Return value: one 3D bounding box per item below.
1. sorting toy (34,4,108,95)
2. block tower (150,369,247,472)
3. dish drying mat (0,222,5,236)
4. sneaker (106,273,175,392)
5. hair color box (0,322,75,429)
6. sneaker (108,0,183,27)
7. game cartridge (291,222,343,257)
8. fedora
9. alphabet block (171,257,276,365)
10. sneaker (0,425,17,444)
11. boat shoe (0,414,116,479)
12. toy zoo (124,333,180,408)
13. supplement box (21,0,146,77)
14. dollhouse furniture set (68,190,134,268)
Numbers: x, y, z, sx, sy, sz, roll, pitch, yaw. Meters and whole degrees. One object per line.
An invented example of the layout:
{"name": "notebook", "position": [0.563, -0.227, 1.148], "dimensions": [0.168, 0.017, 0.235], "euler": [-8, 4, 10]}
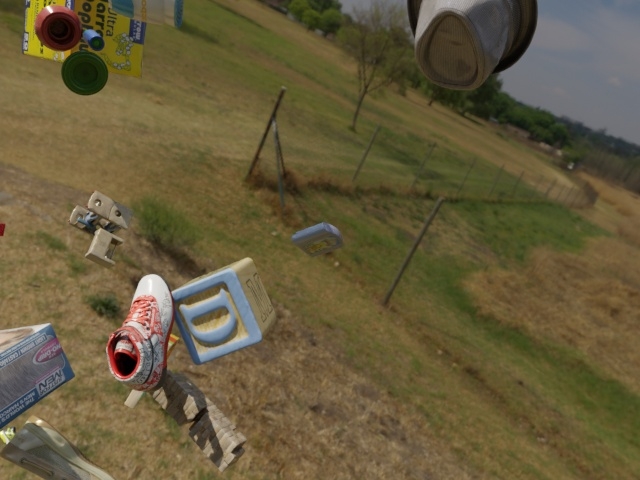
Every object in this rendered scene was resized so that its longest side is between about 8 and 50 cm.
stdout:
{"name": "sorting toy", "position": [-0.279, -0.219, 0.634], "dimensions": [0.061, 0.102, 0.042], "euler": [-32, 46, -16]}
{"name": "block tower", "position": [-0.366, 0.535, 1.694], "dimensions": [0.335, 0.091, 0.097], "euler": [40, 1, 17]}
{"name": "dish drying mat", "position": [-0.745, -0.023, 1.268], "dimensions": [0.008, 0.032, 0.083], "euler": [13, 5, 5]}
{"name": "sneaker", "position": [-0.385, 0.183, 1.205], "dimensions": [0.090, 0.270, 0.145], "euler": [-7, -22, 8]}
{"name": "hair color box", "position": [-0.592, 0.230, 0.904], "dimensions": [0.346, 0.105, 0.174], "euler": [-10, 16, 27]}
{"name": "sneaker", "position": [-0.217, -0.373, 0.717], "dimensions": [0.092, 0.087, 0.229], "euler": [4, 58, -14]}
{"name": "game cartridge", "position": [0.000, 0.000, 0.751], "dimensions": [0.083, 0.055, 0.017], "euler": [40, 28, -66]}
{"name": "fedora", "position": [0.251, -0.375, 1.007], "dimensions": [0.243, 0.124, 0.275], "euler": [22, -23, 15]}
{"name": "alphabet block", "position": [-0.242, 0.172, 1.413], "dimensions": [0.197, 0.192, 0.194], "euler": [-46, 115, -80]}
{"name": "sneaker", "position": [-0.659, 0.437, 1.213], "dimensions": [0.083, 0.031, 0.035], "euler": [45, 62, 11]}
{"name": "boat shoe", "position": [-0.484, 0.472, 1.091], "dimensions": [0.109, 0.302, 0.098], "euler": [-8, 35, 45]}
{"name": "toy zoo", "position": [-0.475, 0.365, 1.613], "dimensions": [0.030, 0.193, 0.293], "euler": [31, -9, -5]}
{"name": "supplement box", "position": [-0.640, -0.566, 1.505], "dimensions": [0.195, 0.194, 0.356], "euler": [-4, 20, -45]}
{"name": "dollhouse furniture set", "position": [-0.638, -0.018, 1.577], "dimensions": [0.129, 0.129, 0.184], "euler": [34, 48, -33]}
